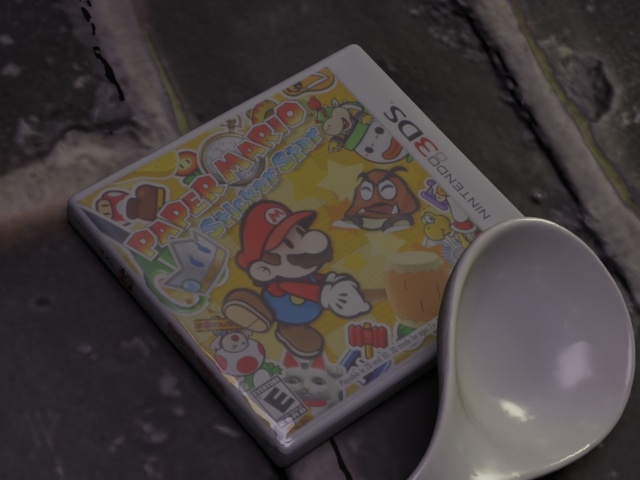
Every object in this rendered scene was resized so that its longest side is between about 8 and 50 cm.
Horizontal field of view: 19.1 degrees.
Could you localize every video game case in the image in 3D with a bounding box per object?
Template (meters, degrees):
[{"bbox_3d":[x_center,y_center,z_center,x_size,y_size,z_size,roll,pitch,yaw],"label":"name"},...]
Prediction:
[{"bbox_3d":[0.000,0.000,1.134,0.227,0.026,0.206,-31,67,-27],"label":"video game case"}]

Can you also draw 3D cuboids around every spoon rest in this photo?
[{"bbox_3d":[0.083,0.098,1.038,0.137,0.084,0.276,51,60,-13],"label":"spoon rest"}]
